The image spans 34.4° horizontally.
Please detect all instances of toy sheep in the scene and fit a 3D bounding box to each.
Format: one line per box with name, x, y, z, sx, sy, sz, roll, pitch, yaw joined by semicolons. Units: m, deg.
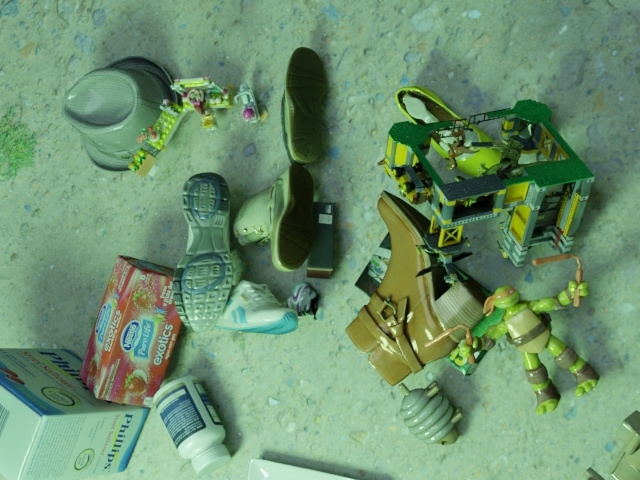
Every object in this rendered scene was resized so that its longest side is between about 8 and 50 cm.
toy sheep;0.175;0.280;1.685;0.091;0.091;0.132;-41;90;19

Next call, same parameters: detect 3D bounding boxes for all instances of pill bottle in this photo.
pill bottle;-0.234;0.344;1.911;0.094;0.094;0.169;-40;65;20

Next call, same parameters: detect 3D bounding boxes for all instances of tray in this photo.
tray;-0.014;0.472;1.803;0.270;0.030;0.145;5;85;31

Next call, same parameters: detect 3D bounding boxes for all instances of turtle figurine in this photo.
turtle figurine;0.314;0.155;1.591;0.269;0.087;0.217;-32;94;7

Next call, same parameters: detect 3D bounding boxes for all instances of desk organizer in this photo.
desk organizer;0.000;0.000;1.846;0.047;0.050;0.130;3;66;-2

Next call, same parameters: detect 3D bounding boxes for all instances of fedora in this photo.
fedora;-0.423;-0.265;2.087;0.275;0.124;0.244;7;87;31

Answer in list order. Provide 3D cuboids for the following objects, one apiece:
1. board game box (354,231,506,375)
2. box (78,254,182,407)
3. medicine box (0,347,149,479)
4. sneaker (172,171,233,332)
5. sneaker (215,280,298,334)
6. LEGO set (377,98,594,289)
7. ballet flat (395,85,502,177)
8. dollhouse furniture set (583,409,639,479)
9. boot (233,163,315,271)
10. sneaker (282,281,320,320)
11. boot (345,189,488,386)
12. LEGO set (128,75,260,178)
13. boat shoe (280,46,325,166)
board game box;0.187;0.096;1.739;0.259;0.030;0.136;40;101;28
box;-0.352;0.172;1.965;0.128;0.122;0.257;25;97;58
medicine box;-0.528;0.327;1.971;0.263;0.289;0.149;28;100;30
sneaker;-0.203;0.029;1.908;0.111;0.129;0.297;3;71;4
sneaker;-0.117;0.119;1.844;0.228;0.087;0.092;0;79;54
LEGO set;0.250;-0.066;1.604;0.255;0.331;0.192;52;150;38
ballet flat;0.208;-0.185;1.735;0.231;0.077;0.077;45;104;27
dollhouse furniture set;0.390;0.403;1.382;0.174;0.355;0.303;42;143;29
boot;-0.089;-0.017;1.847;0.165;0.077;0.213;-29;45;41
sneaker;-0.035;0.130;1.856;0.069;0.038;0.098;35;101;30
boot;0.125;0.079;1.712;0.220;0.109;0.283;-43;73;21
LEGO set;-0.265;-0.235;1.960;0.287;0.107;0.132;-25;78;9
boat shoe;-0.040;-0.241;1.889;0.073;0.080;0.224;-29;59;60
